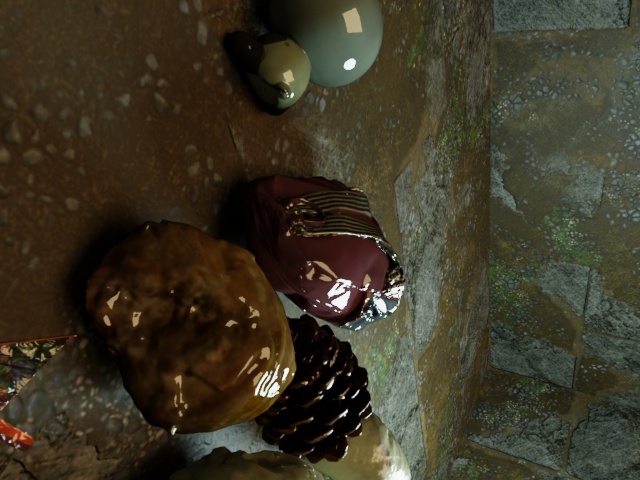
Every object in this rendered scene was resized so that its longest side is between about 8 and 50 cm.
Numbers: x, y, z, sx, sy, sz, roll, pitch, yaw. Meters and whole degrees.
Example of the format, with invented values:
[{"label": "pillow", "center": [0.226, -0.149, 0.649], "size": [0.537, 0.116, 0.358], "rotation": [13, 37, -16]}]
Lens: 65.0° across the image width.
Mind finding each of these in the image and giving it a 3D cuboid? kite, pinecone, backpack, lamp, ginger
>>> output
[{"label": "kite", "center": [-0.350, 0.164, 0.509], "size": [0.232, 0.009, 0.189], "rotation": [-56, 143, -35]}, {"label": "pinecone", "center": [-0.025, 0.253, 0.891], "size": [0.224, 0.224, 0.272], "rotation": [-44, 127, -46]}, {"label": "backpack", "center": [0.000, 0.000, 0.848], "size": [0.317, 0.197, 0.283], "rotation": [26, 38, -57]}, {"label": "lamp", "center": [-0.013, -0.316, 0.787], "size": [0.244, 0.198, 0.197], "rotation": [-45, 141, -11]}, {"label": "ginger", "center": [-0.149, 0.110, 0.655], "size": [0.269, 0.201, 0.223], "rotation": [61, -5, 5]}]

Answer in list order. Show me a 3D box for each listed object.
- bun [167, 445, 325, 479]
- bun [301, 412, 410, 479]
[{"label": "bun", "center": [-0.140, 0.469, 0.754], "size": [0.325, 0.235, 0.362], "rotation": [-65, 155, -5]}, {"label": "bun", "center": [0.068, 0.433, 1.053], "size": [0.168, 0.273, 0.273], "rotation": [-63, 147, -20]}]
